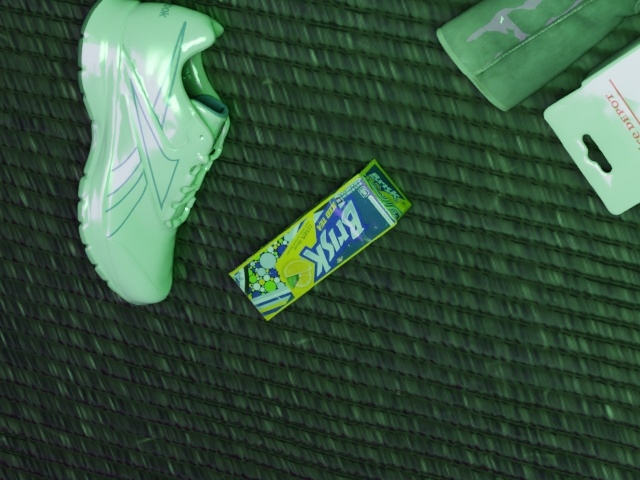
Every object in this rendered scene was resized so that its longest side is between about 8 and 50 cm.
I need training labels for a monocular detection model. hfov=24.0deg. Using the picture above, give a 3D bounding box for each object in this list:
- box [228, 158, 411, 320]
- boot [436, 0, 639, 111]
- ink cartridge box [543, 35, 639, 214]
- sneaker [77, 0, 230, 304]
[{"bbox_3d":[0.000,0.000,1.382,0.169,0.054,0.059,-37,94,27],"label":"box"},{"bbox_3d":[0.184,-0.216,1.214,0.208,0.076,0.190,-23,119,31],"label":"boot"},{"bbox_3d":[0.295,-0.120,1.228,0.198,0.067,0.115,-33,96,25],"label":"ink cartridge box"},{"bbox_3d":[-0.150,-0.076,1.381,0.129,0.111,0.297,5,112,11],"label":"sneaker"}]
